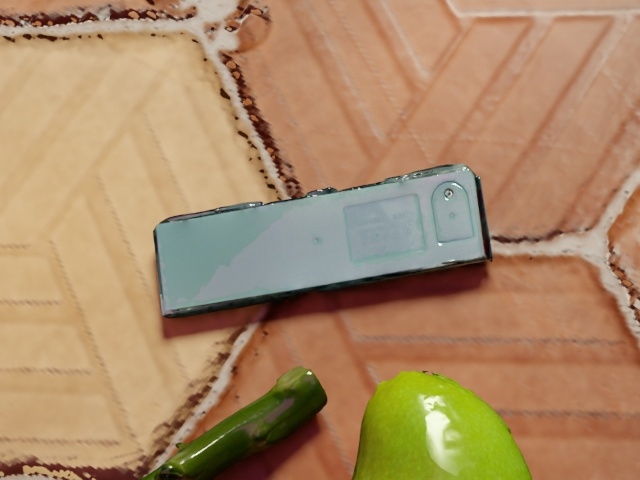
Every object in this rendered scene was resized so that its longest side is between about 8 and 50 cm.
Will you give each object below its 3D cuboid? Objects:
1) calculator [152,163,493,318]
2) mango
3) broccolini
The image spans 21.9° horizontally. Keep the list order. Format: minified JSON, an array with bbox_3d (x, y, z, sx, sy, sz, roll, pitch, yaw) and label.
[{"bbox_3d":[0.000,0.000,0.847,0.172,0.018,0.057,-11,69,6],"label":"calculator"},{"bbox_3d":[0.040,0.174,0.734,0.125,0.111,0.232,-2,70,5],"label":"mango"},{"bbox_3d":[-0.096,0.125,0.815,0.216,0.058,0.067,-36,110,-11],"label":"broccolini"}]
